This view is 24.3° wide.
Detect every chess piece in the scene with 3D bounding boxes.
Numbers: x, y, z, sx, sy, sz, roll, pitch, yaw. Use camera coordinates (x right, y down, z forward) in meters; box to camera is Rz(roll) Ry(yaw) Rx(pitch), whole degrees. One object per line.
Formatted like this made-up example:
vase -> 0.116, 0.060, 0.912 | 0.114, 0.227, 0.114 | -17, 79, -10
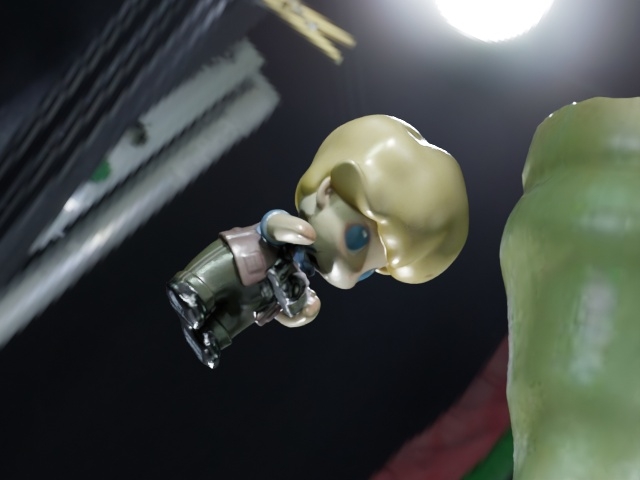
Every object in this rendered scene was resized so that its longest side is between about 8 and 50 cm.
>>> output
chess piece -> 0.179, 0.152, 0.927 | 0.234, 0.234, 0.442 | 50, -124, -60

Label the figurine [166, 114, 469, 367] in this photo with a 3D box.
figurine -> 0.000, 0.000, 0.908 | 0.196, 0.108, 0.114 | -33, -57, -20
